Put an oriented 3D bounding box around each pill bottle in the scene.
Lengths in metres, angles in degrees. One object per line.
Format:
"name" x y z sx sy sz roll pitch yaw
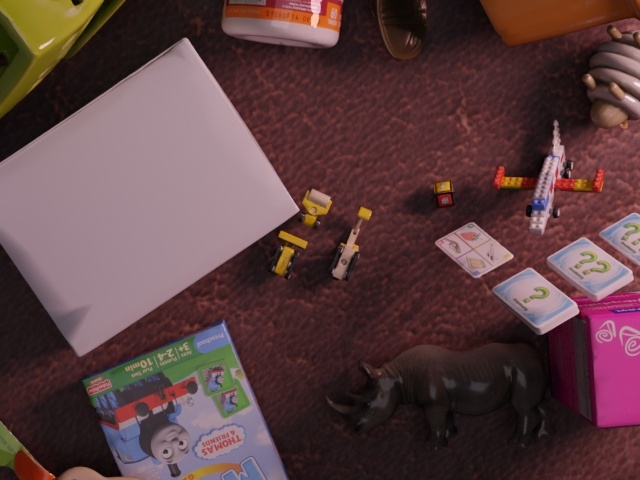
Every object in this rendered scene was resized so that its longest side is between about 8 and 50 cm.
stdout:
"pill bottle" -0.029 -0.310 1.586 0.121 0.121 0.221 7 93 -3

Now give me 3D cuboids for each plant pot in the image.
"plant pot" 0.245 -0.290 1.575 0.188 0.205 0.205 -24 94 14
"plant pot" -0.311 -0.258 1.509 0.228 0.227 0.207 52 52 -4

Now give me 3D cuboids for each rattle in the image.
"rattle" -0.226 0.276 1.562 0.199 0.143 0.130 41 90 -3

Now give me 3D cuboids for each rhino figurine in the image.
"rhino figurine" 0.125 0.160 1.644 0.243 0.073 0.106 -2 97 -1

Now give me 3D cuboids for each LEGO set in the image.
"LEGO set" 0.216 -0.024 1.580 0.182 0.244 0.060 -28 130 -16

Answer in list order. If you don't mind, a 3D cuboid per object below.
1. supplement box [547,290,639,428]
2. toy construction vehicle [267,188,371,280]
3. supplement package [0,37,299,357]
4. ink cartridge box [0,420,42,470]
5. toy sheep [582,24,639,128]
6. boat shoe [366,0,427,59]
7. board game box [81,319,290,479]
"supplement box" 0.301 0.115 1.576 0.111 0.220 0.114 -5 94 -3
"toy construction vehicle" 0.000 0.000 1.651 0.086 0.035 0.098 21 98 -1
"supplement package" -0.184 -0.044 1.581 0.262 0.145 0.204 -34 94 0
"ink cartridge box" -0.381 0.329 1.615 0.255 0.097 0.189 -41 94 1
"toy sheep" 0.317 -0.174 1.629 0.091 0.091 0.132 31 86 -4
"boat shoe" 0.072 -0.260 1.630 0.056 0.049 0.152 -8 89 -21
"board game box" -0.134 0.211 1.650 0.160 0.039 0.212 -23 95 -1
